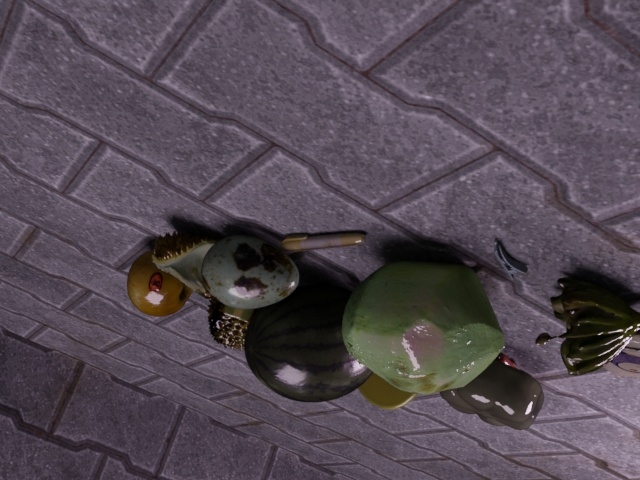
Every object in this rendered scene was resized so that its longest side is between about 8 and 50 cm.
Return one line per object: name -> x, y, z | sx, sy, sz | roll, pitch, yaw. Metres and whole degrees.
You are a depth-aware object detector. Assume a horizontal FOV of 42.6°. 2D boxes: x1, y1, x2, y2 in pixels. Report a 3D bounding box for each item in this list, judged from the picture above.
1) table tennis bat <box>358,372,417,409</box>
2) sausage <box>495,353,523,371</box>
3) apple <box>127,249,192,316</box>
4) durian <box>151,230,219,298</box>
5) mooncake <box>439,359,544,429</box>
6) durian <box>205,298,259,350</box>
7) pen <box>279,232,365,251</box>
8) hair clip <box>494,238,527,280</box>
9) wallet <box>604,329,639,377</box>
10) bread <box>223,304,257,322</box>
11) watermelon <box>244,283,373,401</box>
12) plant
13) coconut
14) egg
table tennis bat -> 0.131, 0.289, 2.094 | 0.368, 0.224, 0.054 | 21, -179, 45
sausage -> 0.510, 0.346, 2.120 | 0.029, 0.029, 0.223 | -7, 145, 43
apple -> -0.406, 0.110, 2.102 | 0.155, 0.182, 0.182 | 9, 153, 15
durian -> -0.303, 0.051, 1.956 | 0.144, 0.139, 0.252 | 7, 153, 32
mooncake -> 0.429, 0.383, 2.079 | 0.275, 0.135, 0.275 | 24, 164, 7
durian -> -0.229, 0.179, 2.102 | 0.237, 0.138, 0.193 | 37, 129, 9
pen -> 0.000, 0.000, 1.776 | 0.233, 0.032, 0.040 | -7, 121, 39
hair clip -> 0.368, 0.036, 1.603 | 0.039, 0.030, 0.115 | -20, 140, 26
wallet -> 0.726, 0.251, 1.742 | 0.335, 0.068, 0.275 | -7, 147, 45
bread -> -0.174, 0.113, 1.973 | 0.074, 0.139, 0.084 | 21, -163, 3
watermelon -> -0.003, 0.242, 1.956 | 0.359, 0.279, 0.279 | -7, 171, -35
plant -> 0.602, 0.179, 1.581 | 0.333, 0.180, 0.251 | 3, 161, 23
coconut -> 0.221, 0.177, 1.690 | 0.328, 0.281, 0.328 | 18, 155, 9
egg -> -0.160, 0.074, 1.867 | 0.231, 0.169, 0.169 | 8, 153, 14
